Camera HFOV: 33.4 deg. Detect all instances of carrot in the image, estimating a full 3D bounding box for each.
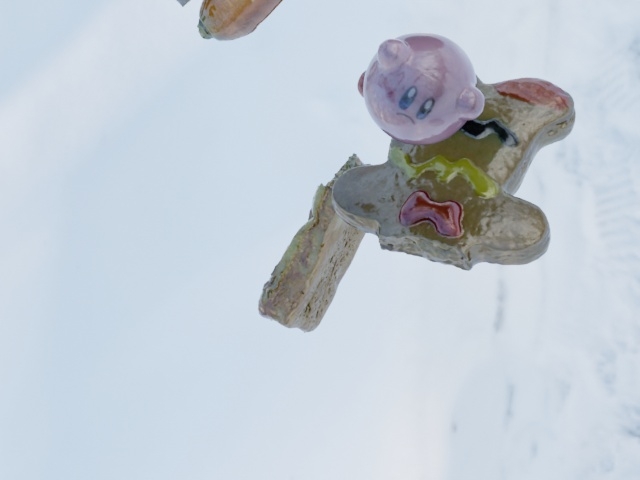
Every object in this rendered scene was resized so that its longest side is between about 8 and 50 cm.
[{"bbox_3d":[-0.014,-0.282,0.988,0.271,0.066,0.062,-44,54,8],"label":"carrot"}]

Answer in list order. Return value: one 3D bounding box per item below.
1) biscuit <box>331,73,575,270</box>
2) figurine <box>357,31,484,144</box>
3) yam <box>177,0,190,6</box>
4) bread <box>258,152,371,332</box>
[{"bbox_3d":[0.237,-0.138,1.771,0.368,0.076,0.394,18,62,22],"label":"biscuit"},{"bbox_3d":[0.146,-0.220,1.545,0.173,0.173,0.173,-17,65,43],"label":"figurine"},{"bbox_3d":[-0.078,-0.431,1.408,0.327,0.045,0.045,-40,30,14],"label":"yam"},{"bbox_3d":[0.000,0.000,2.166,0.109,0.185,0.380,26,90,29],"label":"bread"}]
